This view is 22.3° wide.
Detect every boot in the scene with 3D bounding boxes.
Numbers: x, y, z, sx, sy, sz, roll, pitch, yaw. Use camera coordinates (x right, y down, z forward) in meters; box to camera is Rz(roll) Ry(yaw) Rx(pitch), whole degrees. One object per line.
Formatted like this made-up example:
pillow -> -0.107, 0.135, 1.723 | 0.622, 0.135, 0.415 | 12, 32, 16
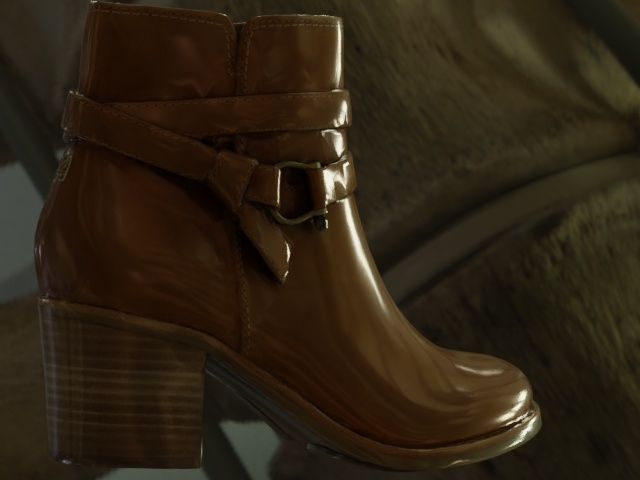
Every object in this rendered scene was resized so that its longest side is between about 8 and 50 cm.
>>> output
boot -> 0.000, 0.000, 0.554 | 0.073, 0.197, 0.152 | 2, -92, 56
